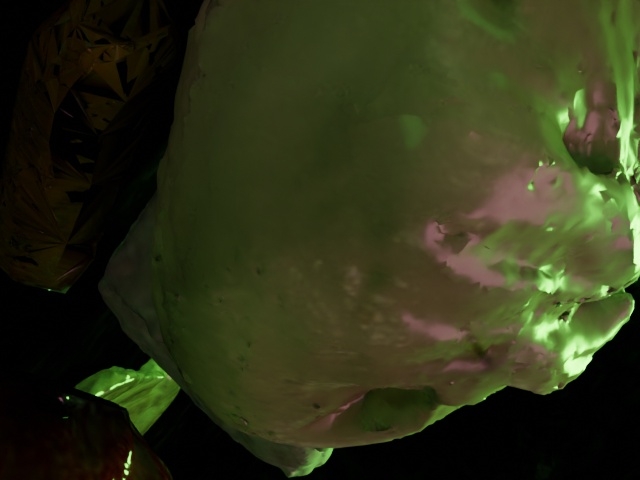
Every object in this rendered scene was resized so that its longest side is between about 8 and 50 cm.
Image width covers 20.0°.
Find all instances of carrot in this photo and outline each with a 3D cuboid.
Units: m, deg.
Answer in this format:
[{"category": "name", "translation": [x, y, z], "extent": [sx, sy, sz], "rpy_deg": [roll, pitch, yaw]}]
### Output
[{"category": "carrot", "translation": [-0.116, -0.044, 0.852], "extent": [0.069, 0.069, 0.228], "rpy_deg": [-44, 171, -33]}]

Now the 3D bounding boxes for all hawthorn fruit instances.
[{"category": "hawthorn fruit", "translation": [-0.193, 0.183, 1.012], "extent": [0.249, 0.215, 0.215], "rpy_deg": [-47, 172, 1]}]

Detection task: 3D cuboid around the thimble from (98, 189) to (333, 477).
[{"category": "thimble", "translation": [0.000, 0.000, 1.190], "extent": [0.291, 0.195, 0.291], "rpy_deg": [-49, 172, -9]}]

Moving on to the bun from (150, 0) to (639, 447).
[{"category": "bun", "translation": [0.050, -0.060, 0.883], "extent": [0.362, 0.235, 0.326], "rpy_deg": [94, 6, -70]}]

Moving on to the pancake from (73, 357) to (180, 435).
[{"category": "pancake", "translation": [-0.200, 0.163, 1.414], "extent": [0.222, 0.042, 0.236], "rpy_deg": [-49, 170, 30]}]
